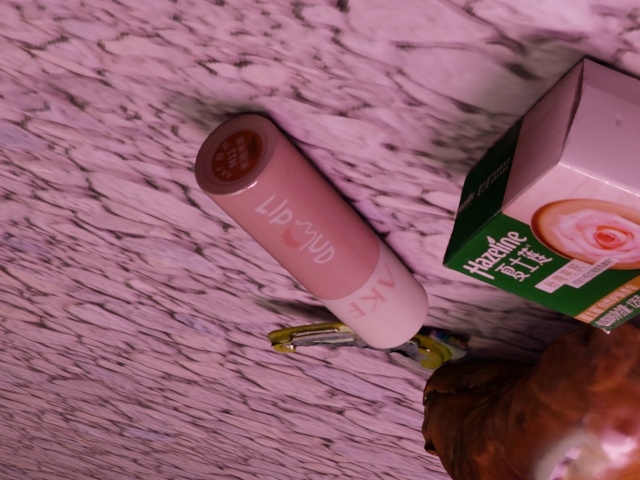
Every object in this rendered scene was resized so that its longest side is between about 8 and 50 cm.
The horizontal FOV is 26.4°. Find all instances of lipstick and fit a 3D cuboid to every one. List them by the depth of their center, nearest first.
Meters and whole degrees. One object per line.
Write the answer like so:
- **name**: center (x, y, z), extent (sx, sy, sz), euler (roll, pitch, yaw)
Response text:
- **lipstick**: center (0.000, 0.000, 1.050), extent (0.070, 0.070, 0.254), euler (1, 152, 33)

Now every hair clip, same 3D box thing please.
- **hair clip**: center (0.044, 0.094, 1.275), extent (0.188, 0.033, 0.060), euler (4, 156, 9)

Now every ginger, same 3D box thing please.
- **ginger**: center (0.196, 0.170, 1.183), extent (0.172, 0.165, 0.321), euler (64, 151, 3)

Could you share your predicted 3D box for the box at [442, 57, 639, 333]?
- **box**: center (0.178, -0.022, 0.875), extent (0.135, 0.081, 0.199), euler (20, 154, -8)
